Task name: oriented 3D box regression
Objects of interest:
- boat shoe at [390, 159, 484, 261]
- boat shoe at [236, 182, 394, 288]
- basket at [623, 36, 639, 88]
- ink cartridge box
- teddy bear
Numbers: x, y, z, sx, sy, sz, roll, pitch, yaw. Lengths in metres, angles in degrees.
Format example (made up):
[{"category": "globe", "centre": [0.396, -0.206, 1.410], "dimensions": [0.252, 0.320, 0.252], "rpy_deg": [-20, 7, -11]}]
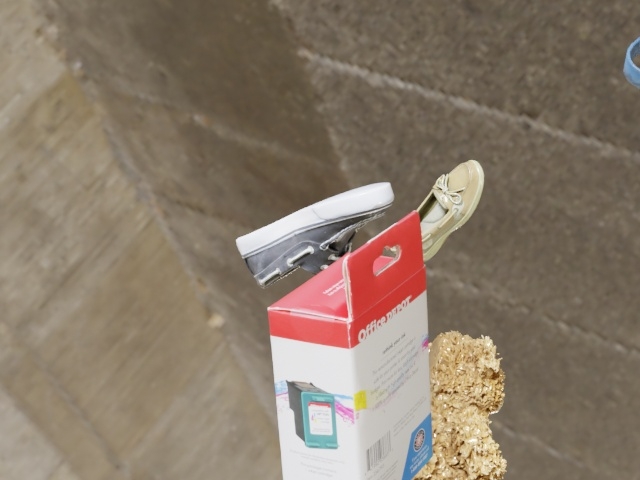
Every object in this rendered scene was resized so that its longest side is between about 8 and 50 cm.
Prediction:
[{"category": "boat shoe", "centre": [0.143, -0.037, 1.651], "dimensions": [0.048, 0.153, 0.056], "rpy_deg": [11, -140, -37]}, {"category": "boat shoe", "centre": [0.000, 0.000, 1.942], "dimensions": [0.301, 0.108, 0.102], "rpy_deg": [-22, 90, 41]}, {"category": "basket", "centre": [0.502, -0.191, 1.441], "dimensions": [0.289, 0.255, 0.201], "rpy_deg": [29, 147, 25]}, {"category": "ink cartridge box", "centre": [0.027, 0.098, 1.107], "dimensions": [0.078, 0.134, 0.231], "rpy_deg": [7, 112, 29]}, {"category": "teddy bear", "centre": [0.170, 0.291, 1.775], "dimensions": [0.113, 0.338, 0.245], "rpy_deg": [18, 140, -8]}]
